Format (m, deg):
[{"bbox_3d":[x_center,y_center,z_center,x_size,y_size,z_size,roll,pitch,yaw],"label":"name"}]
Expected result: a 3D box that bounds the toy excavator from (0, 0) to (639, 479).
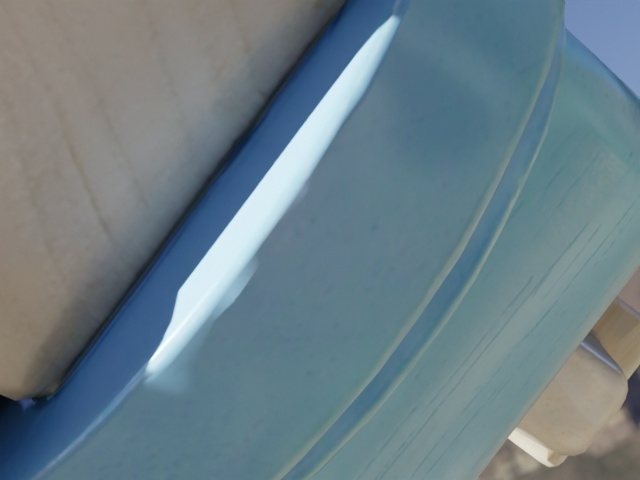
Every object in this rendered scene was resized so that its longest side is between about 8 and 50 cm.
[{"bbox_3d":[0.000,0.000,0.545,0.222,0.445,0.433,-52,25,2],"label":"toy excavator"}]
